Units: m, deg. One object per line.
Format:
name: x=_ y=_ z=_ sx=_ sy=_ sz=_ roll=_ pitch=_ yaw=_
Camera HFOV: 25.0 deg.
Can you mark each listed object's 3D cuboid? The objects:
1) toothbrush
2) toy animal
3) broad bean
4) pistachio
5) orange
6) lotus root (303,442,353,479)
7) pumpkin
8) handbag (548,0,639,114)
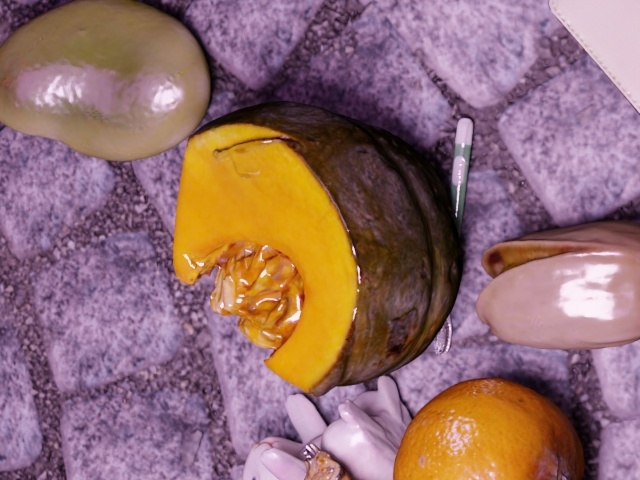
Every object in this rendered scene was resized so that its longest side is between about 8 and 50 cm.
toothbrush: x=0.142 y=-0.003 z=1.547 sx=0.018 sy=0.024 sz=0.257 roll=8 pitch=95 yaw=22
toy animal: x=-0.026 y=0.252 z=1.573 sx=0.282 sy=0.140 sz=0.138 roll=-22 pitch=99 yaw=22
broad bean: x=-0.250 y=-0.188 z=1.670 sx=0.263 sy=0.121 sz=0.189 roll=6 pitch=91 yaw=9
pistachio: x=0.255 y=0.043 z=1.442 sx=0.206 sy=0.131 sz=0.129 roll=-5 pitch=50 yaw=24
orange: x=0.176 y=0.250 z=1.443 sx=0.170 sy=0.224 sz=0.224 roll=-7 pitch=91 yaw=43
lotus root: x=0.019 y=0.314 z=1.454 sx=0.125 sy=0.118 sz=0.221 roll=-6 pitch=90 yaw=-7
pumpkin: x=0.000 y=0.000 z=1.496 sx=0.303 sy=0.225 sz=0.256 roll=41 pitch=113 yaw=16
handbag: x=0.415 y=-0.165 z=1.342 sx=0.237 sy=0.160 sz=0.358 roll=-41 pitch=77 yaw=13
